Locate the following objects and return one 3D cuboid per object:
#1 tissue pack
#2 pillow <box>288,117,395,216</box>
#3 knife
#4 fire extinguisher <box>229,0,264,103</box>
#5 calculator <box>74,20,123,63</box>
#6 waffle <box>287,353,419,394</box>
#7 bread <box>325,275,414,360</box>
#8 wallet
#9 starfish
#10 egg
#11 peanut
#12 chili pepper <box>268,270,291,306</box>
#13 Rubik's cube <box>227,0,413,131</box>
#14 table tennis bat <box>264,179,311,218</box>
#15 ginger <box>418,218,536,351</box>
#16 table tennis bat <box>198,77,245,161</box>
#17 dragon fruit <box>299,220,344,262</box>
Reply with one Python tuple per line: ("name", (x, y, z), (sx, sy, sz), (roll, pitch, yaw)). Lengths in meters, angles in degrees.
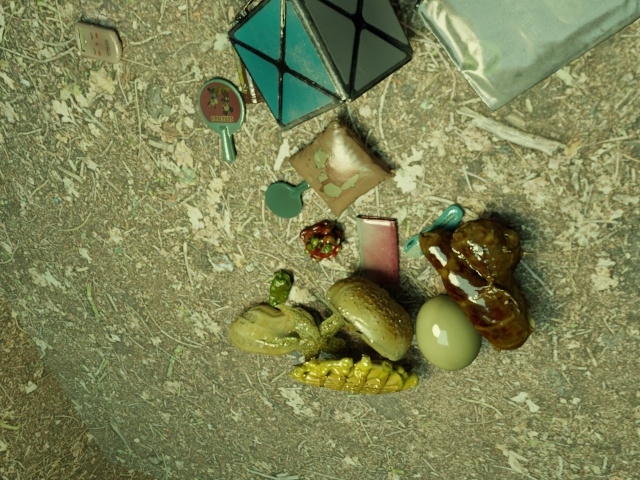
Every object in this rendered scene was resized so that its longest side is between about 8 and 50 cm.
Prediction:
("tissue pack", (0.420, -0.474, 0.938), (0.394, 0.124, 0.288), (-31, 105, 39))
("pillow", (0.050, -0.195, 1.344), (0.223, 0.084, 0.236), (48, 132, -11))
("knife", (0.309, -0.020, 1.366), (0.064, 0.031, 0.222), (41, 130, 0))
("fire extinguisher", (-0.171, -0.487, 1.273), (0.106, 0.075, 0.252), (-9, 119, 0))
("calculator", (-0.661, -0.588, 1.469), (0.175, 0.032, 0.100), (19, 128, 15))
("waffle", (0.105, 0.442, 1.620), (0.382, 0.095, 0.379), (23, 152, -37))
("bread", (0.158, 0.222, 1.472), (0.305, 0.305, 0.159), (43, 91, -6))
("wallet", (0.173, 0.034, 1.476), (0.119, 0.025, 0.232), (7, 124, 23))
("starfish", (-0.034, 0.333, 1.640), (0.357, 0.078, 0.347), (-13, 131, -14))
("egg", (0.367, 0.265, 1.430), (0.185, 0.186, 0.242), (-3, 121, 29))
("peanut", (-0.173, 0.325, 1.764), (0.339, 0.174, 0.158), (5, 147, 24))
("chili pepper", (-0.133, 0.150, 1.684), (0.072, 0.073, 0.204), (14, 141, -4))
("Rubik's cube", (0.001, -0.419, 1.063), (0.259, 0.255, 0.260), (-9, 119, 56))
("table tennis bat", (-0.090, -0.134, 1.492), (0.201, 0.033, 0.124), (-30, 107, 40))
("ginger", (0.455, 0.113, 1.293), (0.254, 0.176, 0.418), (-25, 104, 40))
("table tennis bat", (-0.281, -0.347, 1.443), (0.152, 0.040, 0.244), (9, 120, 21))
("dragon fruit", (0.000, 0.000, 1.498), (0.138, 0.175, 0.142), (21, 99, 0))
